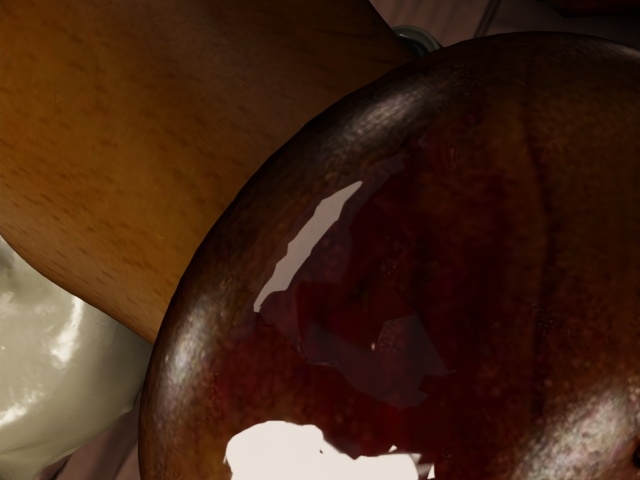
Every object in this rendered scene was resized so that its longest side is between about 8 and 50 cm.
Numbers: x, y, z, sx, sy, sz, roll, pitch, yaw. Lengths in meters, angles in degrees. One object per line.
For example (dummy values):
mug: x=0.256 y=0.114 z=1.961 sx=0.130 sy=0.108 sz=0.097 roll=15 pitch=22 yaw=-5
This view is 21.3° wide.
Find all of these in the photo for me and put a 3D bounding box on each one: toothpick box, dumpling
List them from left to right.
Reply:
dumpling: x=-0.122 y=0.005 z=0.706 sx=0.132 sy=0.162 sz=0.250 roll=12 pitch=74 yaw=29
toothpick box: x=0.000 y=0.000 z=0.517 sx=0.192 sy=0.192 sz=0.294 roll=-53 pitch=41 yaw=3

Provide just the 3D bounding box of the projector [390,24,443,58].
projector: x=0.032 y=-0.028 z=0.686 sx=0.083 sy=0.082 sz=0.083 roll=-21 pitch=67 yaw=20

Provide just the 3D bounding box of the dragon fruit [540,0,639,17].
dragon fruit: x=0.125 y=-0.174 z=0.650 sx=0.200 sy=0.198 sz=0.269 roll=-30 pitch=27 yaw=-22
